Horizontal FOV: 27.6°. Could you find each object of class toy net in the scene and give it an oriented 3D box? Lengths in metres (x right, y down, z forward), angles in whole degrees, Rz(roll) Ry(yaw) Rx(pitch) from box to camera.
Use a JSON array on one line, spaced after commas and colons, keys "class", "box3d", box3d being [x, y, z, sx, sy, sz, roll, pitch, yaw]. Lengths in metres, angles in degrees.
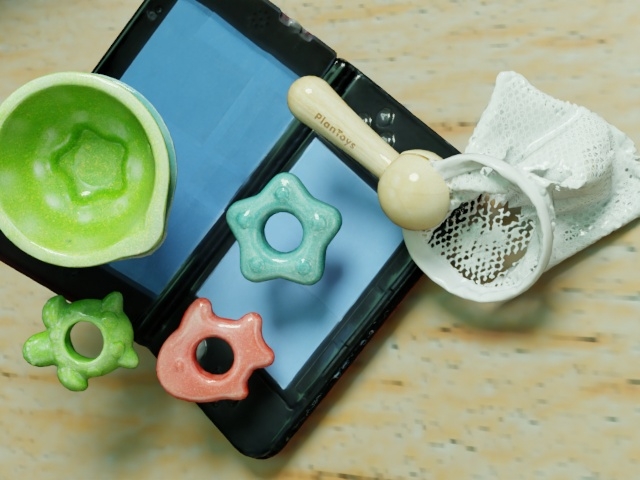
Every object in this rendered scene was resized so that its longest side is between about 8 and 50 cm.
[{"class": "toy net", "box3d": [0.000, 0.000, 0.459, 0.232, 0.045, 0.122, -1, 95, 7]}]

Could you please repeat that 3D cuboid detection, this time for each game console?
[{"class": "game console", "box3d": [-0.034, -0.010, 0.492, 0.124, 0.085, 0.144, 44, 100, 33]}]
